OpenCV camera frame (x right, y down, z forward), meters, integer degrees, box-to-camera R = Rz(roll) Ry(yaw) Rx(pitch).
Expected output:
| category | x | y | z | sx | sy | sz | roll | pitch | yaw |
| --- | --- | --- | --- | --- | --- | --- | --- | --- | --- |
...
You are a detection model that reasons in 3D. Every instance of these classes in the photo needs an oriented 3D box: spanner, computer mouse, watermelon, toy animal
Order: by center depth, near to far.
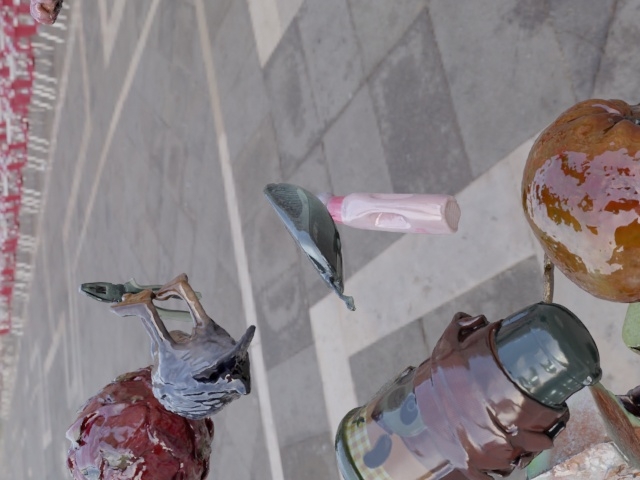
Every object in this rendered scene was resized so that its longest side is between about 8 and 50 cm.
| category | x | y | z | sx | sy | sz | roll | pitch | yaw |
| --- | --- | --- | --- | --- | --- | --- | --- | --- | --- |
| toy animal | -0.165 | 0.142 | 0.969 | 0.298 | 0.122 | 0.186 | 7 | 119 | 52 |
| watermelon | 0.400 | 0.331 | 1.032 | 0.224 | 0.305 | 0.180 | -53 | 23 | -13 |
| computer mouse | 0.000 | 0.000 | 1.444 | 0.379 | 0.090 | 0.167 | 56 | 179 | 45 |
| spanner | -0.435 | 0.145 | 1.885 | 0.040 | 0.324 | 0.096 | -37 | 50 | 41 |

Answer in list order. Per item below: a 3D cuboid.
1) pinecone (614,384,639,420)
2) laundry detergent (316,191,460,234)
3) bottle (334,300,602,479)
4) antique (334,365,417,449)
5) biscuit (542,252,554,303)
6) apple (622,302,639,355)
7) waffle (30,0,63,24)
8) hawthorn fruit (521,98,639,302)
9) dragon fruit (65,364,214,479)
| category | x | y | z | sx | sy | sz | roll | pitch | yaw |
| --- | --- | --- | --- | --- | --- | --- | --- | --- | --- |
| pinecone | 0.581 | 0.397 | 1.296 | 0.292 | 0.246 | 0.246 | -74 | 0 | -54 |
| laundry detergent | 0.143 | -0.065 | 1.757 | 0.335 | 0.159 | 0.088 | 4 | 79 | 26 |
| bottle | 0.145 | 0.158 | 0.752 | 0.271 | 0.143 | 0.156 | -43 | 67 | 27 |
| antique | 0.163 | 0.459 | 1.948 | 0.125 | 0.284 | 0.150 | 47 | 160 | 6 |
| biscuit | 0.624 | 0.093 | 2.100 | 0.124 | 0.026 | 0.175 | 35 | -121 | -65 |
| apple | 0.745 | 0.107 | 1.493 | 0.254 | 0.179 | 0.346 | 48 | 125 | 29 |
| waffle | -0.379 | -0.424 | 1.109 | 0.234 | 0.055 | 0.221 | 175 | 108 | -69 |
| hawthorn fruit | 0.558 | -0.059 | 1.379 | 0.402 | 0.402 | 0.403 | 177 | 90 | -65 |
| dragon fruit | -0.378 | 0.432 | 1.640 | 0.329 | 0.329 | 0.330 | 177 | 90 | -65 |
